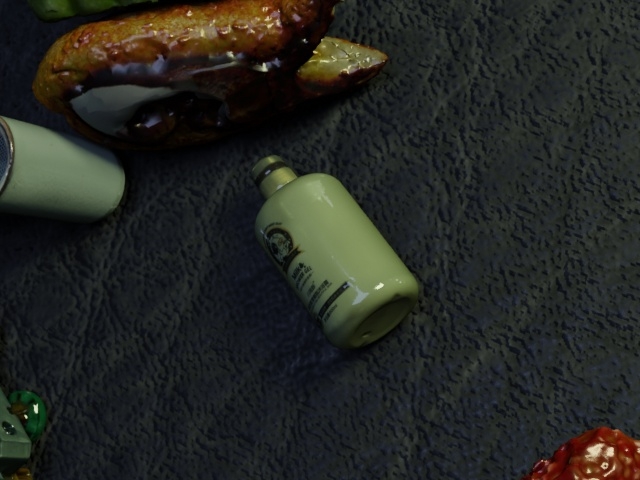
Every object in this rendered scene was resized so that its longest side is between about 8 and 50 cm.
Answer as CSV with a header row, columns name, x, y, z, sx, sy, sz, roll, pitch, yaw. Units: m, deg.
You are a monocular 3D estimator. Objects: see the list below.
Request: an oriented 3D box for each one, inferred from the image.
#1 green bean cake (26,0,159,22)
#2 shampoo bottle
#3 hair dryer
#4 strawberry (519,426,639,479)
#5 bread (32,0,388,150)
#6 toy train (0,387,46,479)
name,x,y,z,sx,sy,sz,roll,pitch,yaw
green bean cake,-0.132,-0.264,1.248,0.200,0.113,0.214,-12,28,14
shampoo bottle,0.000,0.000,1.192,0.079,0.079,0.162,-38,67,4
hair dryer,-0.285,-0.028,1.293,0.236,0.131,0.073,-21,71,32
strawberry,0.115,0.236,1.030,0.286,0.106,0.188,-61,24,-14
bread,-0.089,-0.139,1.234,0.269,0.139,0.095,-17,58,7
toy train,-0.308,0.132,1.254,0.136,0.091,0.227,-39,67,15
